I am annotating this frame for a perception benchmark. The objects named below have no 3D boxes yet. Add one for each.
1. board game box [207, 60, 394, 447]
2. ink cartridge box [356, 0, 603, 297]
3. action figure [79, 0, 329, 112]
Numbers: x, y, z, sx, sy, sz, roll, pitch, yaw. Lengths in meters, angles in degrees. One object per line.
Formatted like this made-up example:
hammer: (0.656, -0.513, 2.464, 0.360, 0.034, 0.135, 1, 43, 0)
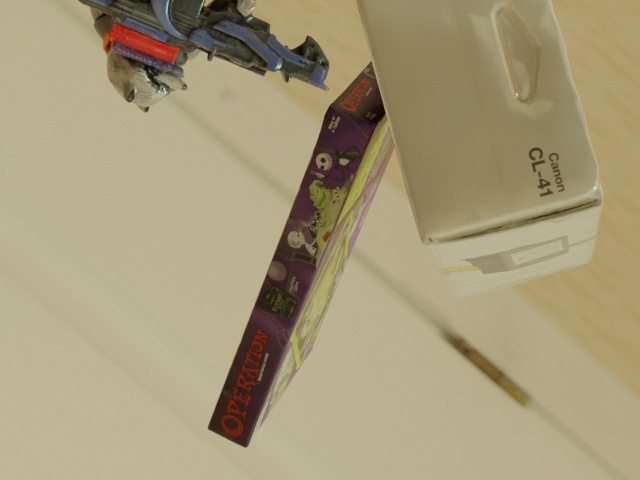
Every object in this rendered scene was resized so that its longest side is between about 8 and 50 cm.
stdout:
board game box: (0.000, 0.000, 1.518, 0.208, 0.056, 0.347, -45, 159, -60)
ink cartridge box: (0.117, -0.092, 1.232, 0.131, 0.226, 0.306, -16, 169, 6)
action figure: (-0.131, -0.290, 1.957, 0.330, 0.341, 0.178, -62, -170, -9)
